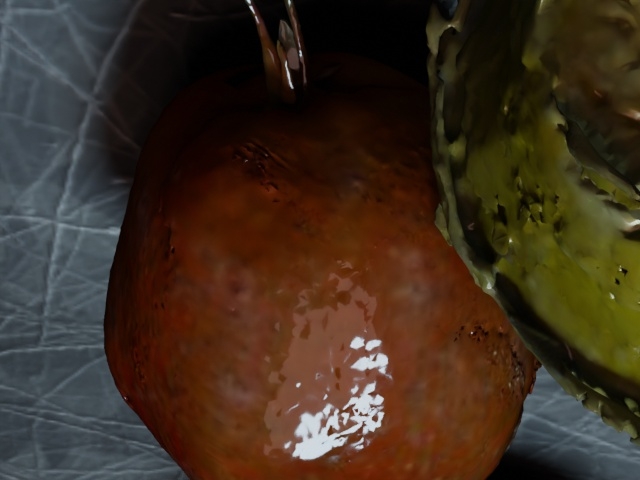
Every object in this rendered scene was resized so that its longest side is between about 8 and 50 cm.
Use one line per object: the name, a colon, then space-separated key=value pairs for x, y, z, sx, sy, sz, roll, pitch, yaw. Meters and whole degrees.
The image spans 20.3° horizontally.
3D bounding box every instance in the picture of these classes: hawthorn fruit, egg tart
hawthorn fruit: x=0.000 y=0.000 z=0.824 sx=0.211 sy=0.211 sz=0.299 roll=-1 pitch=123 yaw=5
egg tart: x=0.180 y=-0.064 z=0.666 sx=0.315 sy=0.315 sz=0.120 roll=-13 pitch=164 yaw=17
